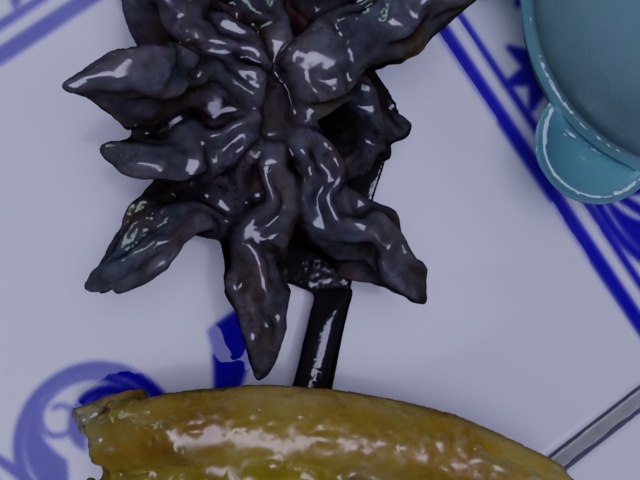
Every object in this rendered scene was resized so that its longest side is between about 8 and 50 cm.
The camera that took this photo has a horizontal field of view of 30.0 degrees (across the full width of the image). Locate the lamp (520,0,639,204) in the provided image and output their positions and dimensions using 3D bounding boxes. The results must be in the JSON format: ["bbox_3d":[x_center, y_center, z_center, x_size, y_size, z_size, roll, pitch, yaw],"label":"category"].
[{"bbox_3d":[0.245,-0.143,0.674,0.284,0.147,0.209,-15,89,-11],"label":"lamp"}]

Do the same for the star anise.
[{"bbox_3d":[-0.035,-0.068,0.638,0.212,0.129,0.283,7,87,-18],"label":"star anise"}]

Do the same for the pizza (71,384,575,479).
[{"bbox_3d":[0.006,0.221,0.640,0.280,0.075,0.288,1,91,-8],"label":"pizza"}]

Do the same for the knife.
[{"bbox_3d":[0.000,0.000,0.696,0.060,0.028,0.230,14,85,3],"label":"knife"}]
